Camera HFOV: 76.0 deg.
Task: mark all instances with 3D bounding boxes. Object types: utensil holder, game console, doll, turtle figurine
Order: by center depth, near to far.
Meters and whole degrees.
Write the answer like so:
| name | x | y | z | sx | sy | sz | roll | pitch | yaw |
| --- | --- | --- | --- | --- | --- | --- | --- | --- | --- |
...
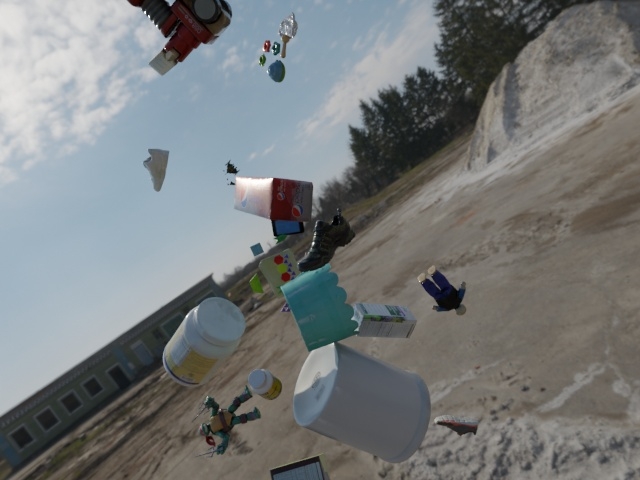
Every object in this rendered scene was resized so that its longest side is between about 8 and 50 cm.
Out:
| name | x | y | z | sx | sy | sz | roll | pitch | yaw |
| --- | --- | --- | --- | --- | --- | --- | --- | --- | --- |
| doll | 0.384 | 0.161 | 1.245 | 0.129 | 0.189 | 0.046 | -39 | 17 | 14 |
| turtle figurine | -0.321 | 0.586 | 1.340 | 0.234 | 0.175 | 0.118 | -27 | -10 | -11 |
| utensil holder | 0.139 | 0.567 | 1.470 | 0.328 | 0.385 | 0.328 | -53 | 19 | 27 |
| game console | -0.147 | -0.079 | 1.809 | 0.143 | 0.085 | 0.124 | -9 | -13 | -2 |

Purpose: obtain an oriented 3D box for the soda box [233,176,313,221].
| name | x | y | z | sx | sy | sz | roll | pitch | yaw |
| --- | --- | --- | --- | --- | --- | --- | --- | --- | --- |
| soda box | -0.113 | -0.096 | 0.906 | 0.092 | 0.084 | 0.263 | 2 | 7 | -28 |

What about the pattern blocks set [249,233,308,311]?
| name | x | y | z | sx | sy | sz | roll | pitch | yaw |
| --- | --- | --- | --- | --- | --- | --- | --- | --- | --- |
| pattern blocks set | -0.156 | 0.141 | 1.719 | 0.285 | 0.325 | 0.026 | -15 | 7 | -9 |

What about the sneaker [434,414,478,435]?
| name | x | y | z | sx | sy | sz | roll | pitch | yaw |
| --- | --- | --- | --- | --- | --- | --- | --- | --- | --- |
| sneaker | 0.505 | 0.695 | 1.524 | 0.157 | 0.065 | 0.061 | 0 | 0 | 17 |

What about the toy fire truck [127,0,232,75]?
| name | x | y | z | sx | sy | sz | roll | pitch | yaw |
| --- | --- | --- | --- | --- | --- | --- | --- | --- | --- |
| toy fire truck | -0.345 | -0.491 | 0.905 | 0.246 | 0.217 | 0.159 | -40 | 18 | 18 |

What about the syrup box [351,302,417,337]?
| name | x | y | z | sx | sy | sz | roll | pitch | yaw |
| --- | --- | --- | --- | --- | --- | --- | --- | --- | --- |
| syrup box | 0.239 | 0.308 | 1.572 | 0.093 | 0.236 | 0.097 | -120 | 42 | -57 |

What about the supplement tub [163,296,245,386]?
| name | x | y | z | sx | sy | sz | roll | pitch | yaw |
| --- | --- | --- | --- | --- | --- | --- | --- | --- | --- |
| supplement tub | -0.471 | 0.411 | 1.667 | 0.331 | 0.241 | 0.241 | -50 | -6 | 30 |

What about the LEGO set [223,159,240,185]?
| name | x | y | z | sx | sy | sz | roll | pitch | yaw |
| --- | --- | --- | --- | --- | --- | --- | --- | --- | --- |
| LEGO set | -0.290 | -0.220 | 1.333 | 0.023 | 0.054 | 0.083 | -93 | 17 | -82 |

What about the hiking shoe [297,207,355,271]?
| name | x | y | z | sx | sy | sz | roll | pitch | yaw |
| --- | --- | --- | --- | --- | --- | --- | --- | --- | --- |
| hiking shoe | 0.000 | 0.000 | 1.227 | 0.227 | 0.114 | 0.086 | -41 | 20 | -30 |

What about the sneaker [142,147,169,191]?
| name | x | y | z | sx | sy | sz | roll | pitch | yaw |
| --- | --- | --- | --- | --- | --- | --- | --- | --- | --- |
| sneaker | -0.677 | -0.292 | 1.671 | 0.080 | 0.094 | 0.212 | -100 | 30 | -42 |

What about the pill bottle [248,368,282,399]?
| name | x | y | z | sx | sy | sz | roll | pitch | yaw |
| --- | --- | --- | --- | --- | --- | --- | --- | --- | --- |
| pill bottle | -0.152 | 0.389 | 1.113 | 0.065 | 0.065 | 0.116 | -36 | -36 | -7 |

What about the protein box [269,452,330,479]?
| name | x | y | z | sx | sy | sz | roll | pitch | yaw |
| --- | --- | --- | --- | --- | --- | --- | --- | --- | --- |
| protein box | -0.074 | 0.957 | 1.643 | 0.200 | 0.136 | 0.200 | -16 | -26 | 0 |

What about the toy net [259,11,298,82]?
| name | x | y | z | sx | sy | sz | roll | pitch | yaw |
| --- | --- | --- | --- | --- | --- | --- | --- | --- | --- |
| toy net | -0.128 | -0.638 | 1.336 | 0.045 | 0.122 | 0.232 | -9 | -27 | -38 |

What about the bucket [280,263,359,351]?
| name | x | y | z | sx | sy | sz | roll | pitch | yaw |
| --- | --- | --- | --- | --- | --- | --- | --- | --- | --- |
| bucket | -0.008 | 0.228 | 1.393 | 0.182 | 0.282 | 0.281 | -23 | -1 | -9 |
